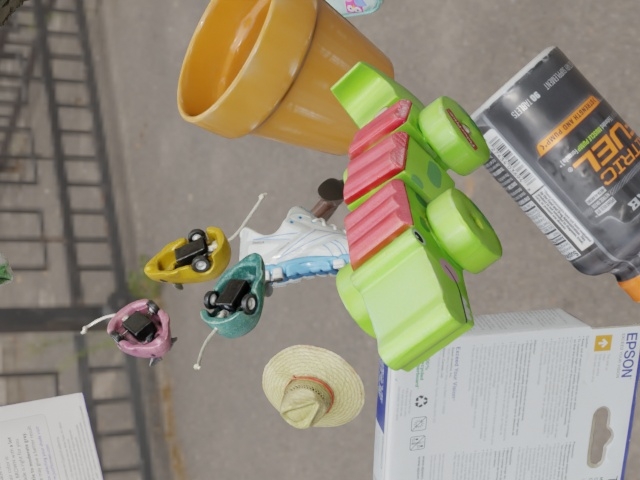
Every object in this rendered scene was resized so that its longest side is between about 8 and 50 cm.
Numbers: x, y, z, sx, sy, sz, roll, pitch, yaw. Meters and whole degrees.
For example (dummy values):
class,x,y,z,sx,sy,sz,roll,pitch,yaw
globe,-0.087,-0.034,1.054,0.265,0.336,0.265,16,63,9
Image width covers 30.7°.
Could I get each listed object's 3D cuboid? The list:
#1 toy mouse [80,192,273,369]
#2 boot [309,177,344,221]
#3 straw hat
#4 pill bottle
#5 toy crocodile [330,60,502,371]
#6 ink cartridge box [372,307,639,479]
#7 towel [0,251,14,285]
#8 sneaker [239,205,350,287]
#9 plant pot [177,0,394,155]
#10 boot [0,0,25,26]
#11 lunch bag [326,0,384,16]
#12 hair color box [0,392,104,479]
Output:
class,x,y,z,sx,sy,sz,roll,pitch,yaw
toy mouse,-0.086,0.050,0.792,0.031,0.161,0.143,62,-178,-37
boot,0.002,-0.049,1.697,0.114,0.106,0.037,-41,76,39
straw hat,-0.019,0.208,1.497,0.144,0.144,0.061,-67,-5,37
pill bottle,0.257,-0.057,1.123,0.246,0.130,0.130,48,145,1
toy crocodile,0.062,-0.032,0.907,0.115,0.105,0.341,-36,29,25
ink cartridge box,0.232,0.247,1.490,0.071,0.330,0.324,-121,30,-64
towel,-0.413,-0.022,0.837,0.324,0.248,0.038,23,107,17
sneaker,0.000,0.000,1.256,0.071,0.190,0.083,79,-176,-79
plant pot,-0.028,-0.188,1.301,0.205,0.188,0.205,-41,36,39
boot,-0.207,-0.231,0.650,0.190,0.076,0.209,-64,-20,-54
lunch bag,-0.003,-0.452,1.679,0.224,0.279,0.108,1,45,42
hair color box,-0.443,0.317,1.433,0.110,0.338,0.185,-56,47,54
